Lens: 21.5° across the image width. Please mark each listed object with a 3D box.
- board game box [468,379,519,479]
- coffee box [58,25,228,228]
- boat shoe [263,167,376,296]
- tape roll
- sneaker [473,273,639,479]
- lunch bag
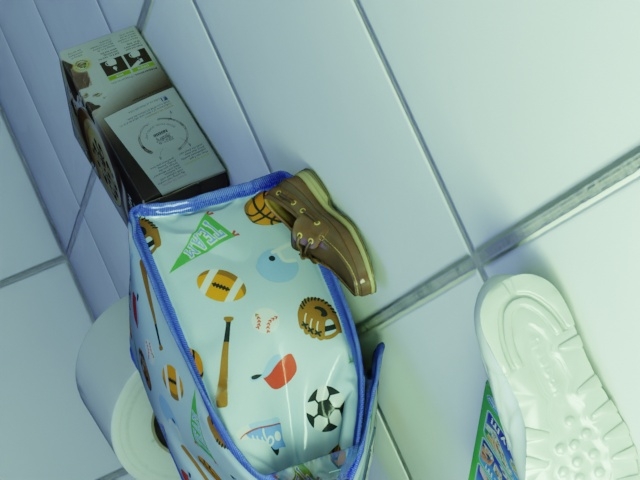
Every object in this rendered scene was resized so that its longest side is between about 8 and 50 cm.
[{"bbox_3d":[0.225,0.282,1.394,0.317,0.046,0.213,58,162,30],"label":"board game box"},{"bbox_3d":[-0.231,-0.117,2.224,0.297,0.118,0.168,56,161,35],"label":"coffee box"},{"bbox_3d":[0.000,-0.001,1.720,0.178,0.060,0.064,54,160,39],"label":"boat shoe"},{"bbox_3d":[-0.202,0.205,2.359,0.169,0.246,0.246,43,152,54],"label":"tape roll"},{"bbox_3d":[0.177,0.137,1.295,0.095,0.090,0.235,161,94,-81],"label":"sneaker"},{"bbox_3d":[-0.057,0.174,1.845,0.328,0.238,0.385,95,156,-59],"label":"lunch bag"}]
